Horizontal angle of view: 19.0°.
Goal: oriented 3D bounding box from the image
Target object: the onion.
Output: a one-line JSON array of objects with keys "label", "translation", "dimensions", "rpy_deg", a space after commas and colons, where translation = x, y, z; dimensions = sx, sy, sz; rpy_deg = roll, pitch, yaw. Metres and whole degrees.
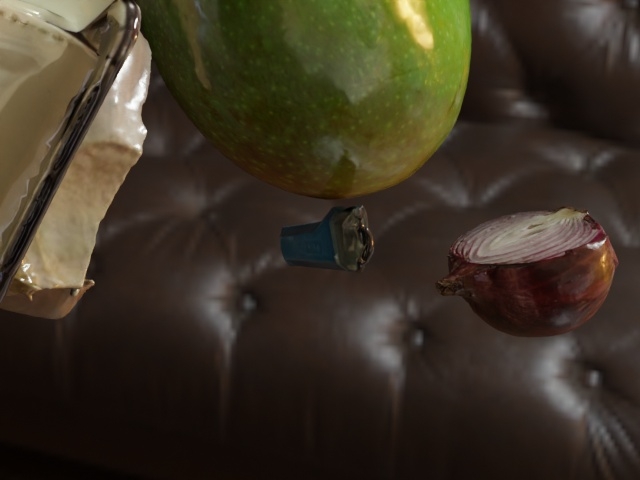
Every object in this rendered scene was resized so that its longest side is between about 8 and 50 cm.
[{"label": "onion", "translation": [0.189, 0.042, 1.760], "dimensions": [0.151, 0.098, 0.206], "rpy_deg": [-27, 15, -13]}]

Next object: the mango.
[{"label": "mango", "translation": [-0.026, -0.195, 1.183], "dimensions": [0.201, 0.382, 0.225], "rpy_deg": [-3, 33, 31]}]

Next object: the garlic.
[{"label": "garlic", "translation": [-0.221, -0.061, 1.529], "dimensions": [0.210, 0.237, 0.292], "rpy_deg": [-19, 21, -12]}]

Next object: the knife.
[{"label": "knife", "translation": [0.002, -0.001, 1.310], "dimensions": [0.026, 0.044, 0.296], "rpy_deg": [-16, 3, -10]}]

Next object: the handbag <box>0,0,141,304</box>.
[{"label": "handbag", "translation": [-0.232, 0.000, 0.843], "dimensions": [0.160, 0.359, 0.237], "rpy_deg": [20, 15, -31]}]
